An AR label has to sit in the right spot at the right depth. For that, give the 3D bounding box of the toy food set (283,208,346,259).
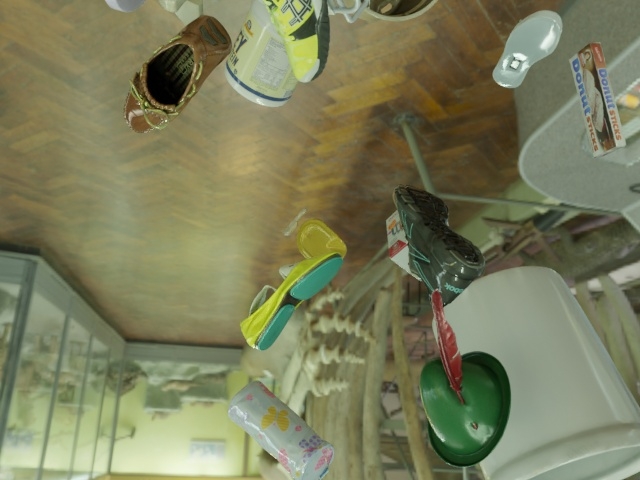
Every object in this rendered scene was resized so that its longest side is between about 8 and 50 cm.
[{"bbox_3d":[0.000,0.000,1.873,0.071,0.218,0.128,-3,133,-58],"label":"toy food set"}]

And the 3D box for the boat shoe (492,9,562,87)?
[{"bbox_3d":[0.531,-0.501,1.521,0.113,0.105,0.306,26,167,8],"label":"boat shoe"}]

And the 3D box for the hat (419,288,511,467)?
[{"bbox_3d":[0.166,0.216,0.913,0.183,0.209,0.173,27,152,-27],"label":"hat"}]

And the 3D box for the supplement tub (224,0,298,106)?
[{"bbox_3d":[-0.138,-0.609,1.869,0.235,0.235,0.325,12,132,-28],"label":"supplement tub"}]

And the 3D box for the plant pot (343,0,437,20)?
[{"bbox_3d":[0.193,-0.824,1.873,0.333,0.334,0.305,6,-173,-9],"label":"plant pot"}]

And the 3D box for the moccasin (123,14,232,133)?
[{"bbox_3d":[-0.336,-0.334,1.306,0.380,0.147,0.139,-19,113,45],"label":"moccasin"}]

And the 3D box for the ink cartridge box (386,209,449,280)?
[{"bbox_3d":[0.267,-0.011,1.630,0.127,0.176,0.128,35,120,-21],"label":"ink cartridge box"}]

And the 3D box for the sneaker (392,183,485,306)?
[{"bbox_3d":[0.171,-0.001,1.003,0.101,0.267,0.106,10,122,-21],"label":"sneaker"}]

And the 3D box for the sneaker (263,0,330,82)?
[{"bbox_3d":[-0.074,-0.499,1.203,0.147,0.145,0.385,-20,129,-14],"label":"sneaker"}]

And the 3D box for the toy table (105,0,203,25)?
[{"bbox_3d":[-0.331,-0.584,1.285,0.160,0.274,0.252,16,154,3],"label":"toy table"}]

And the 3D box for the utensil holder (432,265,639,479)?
[{"bbox_3d":[0.431,0.292,1.214,0.327,0.386,0.328,-9,142,-7],"label":"utensil holder"}]

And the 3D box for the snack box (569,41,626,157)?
[{"bbox_3d":[0.460,-0.233,1.002,0.022,0.178,0.064,-9,173,-9],"label":"snack box"}]

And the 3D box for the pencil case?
[{"bbox_3d":[-0.095,0.446,1.399,0.273,0.113,0.124,31,144,34],"label":"pencil case"}]

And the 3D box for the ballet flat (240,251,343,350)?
[{"bbox_3d":[-0.061,0.091,1.071,0.077,0.231,0.077,44,-174,31],"label":"ballet flat"}]

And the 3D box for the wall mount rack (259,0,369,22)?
[{"bbox_3d":[-0.043,-0.634,1.339,0.350,0.130,0.304,22,161,37],"label":"wall mount rack"}]
